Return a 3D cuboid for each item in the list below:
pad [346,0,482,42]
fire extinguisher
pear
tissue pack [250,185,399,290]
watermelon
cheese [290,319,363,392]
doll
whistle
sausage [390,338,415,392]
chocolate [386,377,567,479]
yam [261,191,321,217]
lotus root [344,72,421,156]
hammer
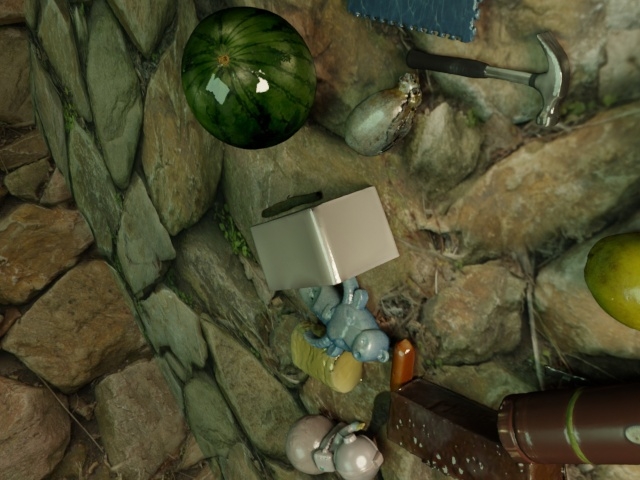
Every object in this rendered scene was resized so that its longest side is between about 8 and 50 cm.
[{"bbox_3d":[0.122,-0.416,0.692,0.269,0.012,0.270,36,135,44],"label":"pad"},{"bbox_3d":[0.381,0.207,0.645,0.341,0.105,0.142,-29,57,49],"label":"fire extinguisher"},{"bbox_3d":[0.356,0.046,0.584,0.131,0.107,0.107,35,137,59],"label":"pear"},{"bbox_3d":[-0.001,0.000,1.001,0.246,0.159,0.136,-13,96,57],"label":"tissue pack"},{"bbox_3d":[-0.122,-0.280,0.931,0.242,0.242,0.243,31,133,41],"label":"watermelon"},{"bbox_3d":[0.010,0.259,1.193,0.167,0.093,0.123,19,126,48],"label":"cheese"},{"bbox_3d":[0.032,0.501,1.269,0.287,0.150,0.151,-9,102,52],"label":"doll"},{"bbox_3d":[0.045,0.159,1.088,0.269,0.093,0.180,36,111,37],"label":"whistle"},{"bbox_3d":[0.158,0.246,1.027,0.039,0.041,0.131,-123,28,-55],"label":"sausage"},{"bbox_3d":[0.256,0.338,0.902,0.321,0.111,0.112,13,110,52],"label":"chocolate"},{"bbox_3d":[-0.069,-0.080,1.166,0.027,0.029,0.234,47,150,-20],"label":"yam"},{"bbox_3d":[0.097,-0.187,0.825,0.165,0.088,0.088,-38,78,46],"label":"lotus root"},{"bbox_3d":[0.205,-0.228,0.695,0.246,0.029,0.103,32,134,42],"label":"hammer"}]
